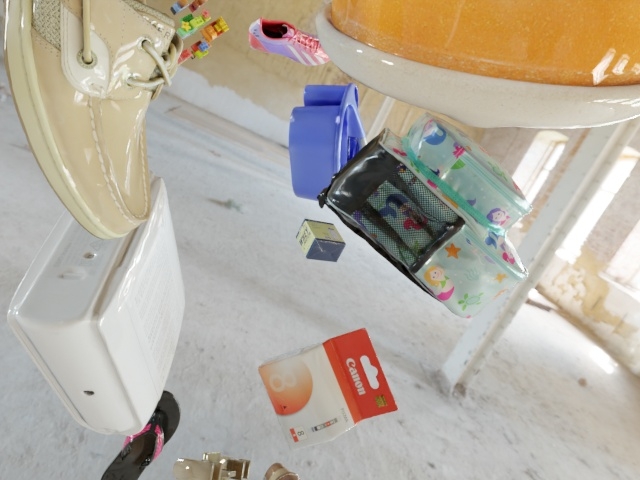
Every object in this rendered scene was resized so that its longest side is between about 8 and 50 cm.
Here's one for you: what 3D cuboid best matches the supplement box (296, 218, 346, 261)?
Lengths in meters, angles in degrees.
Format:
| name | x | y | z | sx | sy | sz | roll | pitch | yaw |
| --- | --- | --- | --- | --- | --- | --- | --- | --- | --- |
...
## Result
| name | x | y | z | sx | sy | sz | roll | pitch | yaw |
| --- | --- | --- | --- | --- | --- | --- | --- | --- | --- |
| supplement box | 0.000 | 0.000 | 1.052 | 0.083 | 0.056 | 0.083 | 9 | 33 | -31 |

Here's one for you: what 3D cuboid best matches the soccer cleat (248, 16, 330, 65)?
| name | x | y | z | sx | sy | sz | roll | pitch | yaw |
| --- | --- | --- | --- | --- | --- | --- | --- | --- | --- |
| soccer cleat | -0.065 | -0.518 | 1.176 | 0.248 | 0.083 | 0.095 | 2 | -6 | -24 |

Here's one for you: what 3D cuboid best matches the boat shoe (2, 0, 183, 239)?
| name | x | y | z | sx | sy | sz | roll | pitch | yaw |
| --- | --- | --- | --- | --- | --- | --- | --- | --- | --- |
| boat shoe | -0.156 | -0.147 | 0.331 | 0.098 | 0.302 | 0.109 | -5 | 16 | -3 |

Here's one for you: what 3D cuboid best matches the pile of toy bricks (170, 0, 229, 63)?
| name | x | y | z | sx | sy | sz | roll | pitch | yaw |
| --- | --- | --- | --- | --- | --- | --- | --- | --- | --- |
| pile of toy bricks | -0.275 | -0.462 | 0.976 | 0.105 | 0.212 | 0.118 | -4 | -50 | 48 |

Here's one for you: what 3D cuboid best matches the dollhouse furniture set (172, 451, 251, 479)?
| name | x | y | z | sx | sy | sz | roll | pitch | yaw |
| --- | --- | --- | --- | --- | --- | --- | --- | --- | --- |
| dollhouse furniture set | -0.289 | 0.607 | 1.020 | 0.161 | 0.242 | 0.212 | 1 | -23 | 17 |

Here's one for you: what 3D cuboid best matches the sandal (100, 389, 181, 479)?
| name | x | y | z | sx | sy | sz | roll | pitch | yaw |
| --- | --- | --- | --- | --- | --- | --- | --- | --- | --- |
| sandal | -0.275 | 0.318 | 0.696 | 0.067 | 0.179 | 0.040 | 32 | -5 | -13 |

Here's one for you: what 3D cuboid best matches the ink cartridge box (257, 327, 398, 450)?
| name | x | y | z | sx | sy | sz | roll | pitch | yaw |
| --- | --- | --- | --- | --- | --- | --- | --- | --- | --- |
| ink cartridge box | 0.011 | 0.232 | 0.700 | 0.145 | 0.179 | 0.045 | 68 | 16 | -1 |

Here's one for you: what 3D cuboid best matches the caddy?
| name | x | y | z | sx | sy | sz | roll | pitch | yaw |
| --- | --- | --- | --- | --- | --- | --- | --- | --- | --- |
| caddy | 0.035 | -0.247 | 1.191 | 0.179 | 0.341 | 0.241 | 10 | 49 | 11 |

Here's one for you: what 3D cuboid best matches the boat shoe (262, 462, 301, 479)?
| name | x | y | z | sx | sy | sz | roll | pitch | yaw |
| --- | --- | --- | --- | --- | --- | --- | --- | --- | --- |
| boat shoe | -0.095 | 0.650 | 1.048 | 0.123 | 0.324 | 0.116 | -2 | 25 | -32 |

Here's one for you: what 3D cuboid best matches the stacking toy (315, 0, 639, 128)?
| name | x | y | z | sx | sy | sz | roll | pitch | yaw |
| --- | --- | --- | --- | --- | --- | --- | --- | --- | --- |
| stacking toy | 0.185 | -0.360 | 0.342 | 0.351 | 0.479 | 0.350 | 4 | 38 | -3 |

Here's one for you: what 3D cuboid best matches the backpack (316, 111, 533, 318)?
| name | x | y | z | sx | sy | sz | roll | pitch | yaw |
| --- | --- | --- | --- | --- | --- | --- | --- | --- | --- |
| backpack | 0.153 | -0.035 | 0.586 | 0.253 | 0.191 | 0.225 | 47 | 20 | -7 |

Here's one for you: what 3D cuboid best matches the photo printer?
| name | x | y | z | sx | sy | sz | roll | pitch | yaw |
| --- | --- | --- | --- | --- | --- | --- | --- | --- | --- |
| photo printer | -0.263 | 0.094 | 0.604 | 0.107 | 0.307 | 0.256 | 5 | 46 | -3 |
